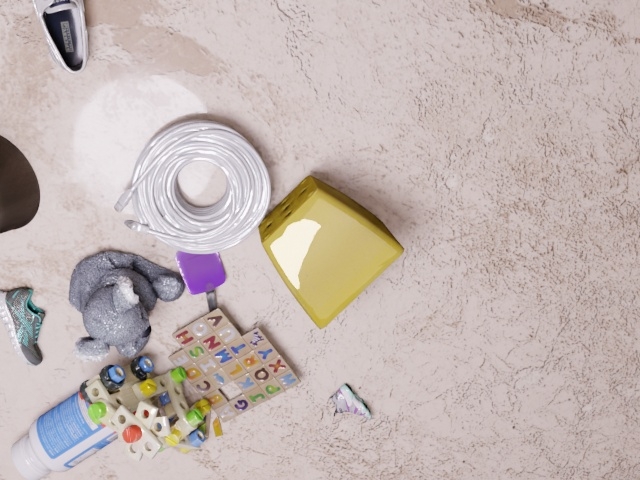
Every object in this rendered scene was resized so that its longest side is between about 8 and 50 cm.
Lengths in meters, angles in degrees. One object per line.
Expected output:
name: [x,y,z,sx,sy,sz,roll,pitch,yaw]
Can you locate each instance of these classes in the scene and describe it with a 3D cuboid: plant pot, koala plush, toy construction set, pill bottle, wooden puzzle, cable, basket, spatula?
plant pot: [0.000,0.000,1.447,0.212,0.212,0.187,-43,107,6]
koala plush: [-0.384,0.129,1.431,0.203,0.221,0.196,34,99,-15]
toy construction set: [-0.331,0.328,1.462,0.151,0.327,0.215,-33,80,2]
pill bottle: [-0.500,0.384,1.539,0.221,0.124,0.124,-33,107,2]
wooden puzzle: [-0.267,0.389,1.628,0.116,0.014,0.078,-2,106,-6]
cable: [-0.226,-0.100,1.457,0.257,0.089,0.257,29,99,-15]
basket: [-0.603,-0.083,1.340,0.154,0.227,0.204,-29,107,1]
spatula: [-0.213,0.147,1.555,0.084,0.030,0.296,-21,112,-19]

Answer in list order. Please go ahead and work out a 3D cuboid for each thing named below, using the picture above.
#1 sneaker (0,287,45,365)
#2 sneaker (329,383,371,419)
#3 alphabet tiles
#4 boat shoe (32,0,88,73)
sneaker: [-0.571,0.167,1.503,0.076,0.065,0.166,-19,109,-6]
sneaker: [0.059,0.361,1.653,0.069,0.038,0.098,-40,97,6]
alphabet tiles: [-0.186,0.250,1.571,0.198,0.009,0.237,-30,112,15]
boat shoe: [-0.444,-0.412,1.313,0.095,0.084,0.258,-22,123,-16]
